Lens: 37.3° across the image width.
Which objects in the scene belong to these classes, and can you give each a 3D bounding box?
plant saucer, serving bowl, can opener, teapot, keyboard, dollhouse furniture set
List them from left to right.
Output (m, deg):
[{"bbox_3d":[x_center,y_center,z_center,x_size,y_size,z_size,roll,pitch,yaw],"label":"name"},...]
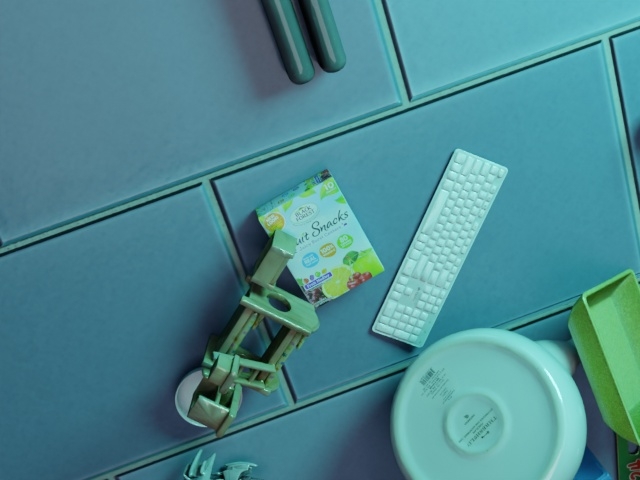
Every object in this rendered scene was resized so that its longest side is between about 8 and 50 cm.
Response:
[{"bbox_3d":[-0.140,0.191,1.183,0.083,0.027,0.083,-4,111,-10],"label":"serving bowl"},{"bbox_3d":[-0.056,0.114,1.070,0.101,0.161,0.182,27,118,-11],"label":"dollhouse furniture set"},{"bbox_3d":[-0.041,-0.295,0.972,0.076,0.095,0.283,-20,114,-2],"label":"can opener"},{"bbox_3d":[0.146,0.013,1.176,0.072,0.014,0.256,18,107,-17],"label":"keyboard"},{"bbox_3d":[0.217,0.238,1.187,0.256,0.187,0.252,-7,74,23],"label":"teapot"},{"bbox_3d":[0.372,0.143,1.175,0.045,0.188,0.188,-23,84,36],"label":"plant saucer"}]

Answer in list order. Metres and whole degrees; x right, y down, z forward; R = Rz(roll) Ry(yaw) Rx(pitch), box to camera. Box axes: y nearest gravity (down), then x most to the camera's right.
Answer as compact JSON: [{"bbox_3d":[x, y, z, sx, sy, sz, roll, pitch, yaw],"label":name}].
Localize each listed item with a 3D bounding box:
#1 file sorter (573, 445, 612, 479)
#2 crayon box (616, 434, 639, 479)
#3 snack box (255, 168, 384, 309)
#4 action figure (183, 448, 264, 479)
[{"bbox_3d":[0.315,0.319,1.246,0.118,0.170,0.104,-39,116,6],"label":"file sorter"},{"bbox_3d":[0.574,0.252,1.318,0.319,0.081,0.202,-14,114,-5],"label":"crayon box"},{"bbox_3d":[0.000,0.000,1.128,0.100,0.037,0.141,-30,114,1],"label":"snack box"},{"bbox_3d":[-0.106,0.383,1.201,0.099,0.185,0.285,-7,134,29],"label":"action figure"}]
